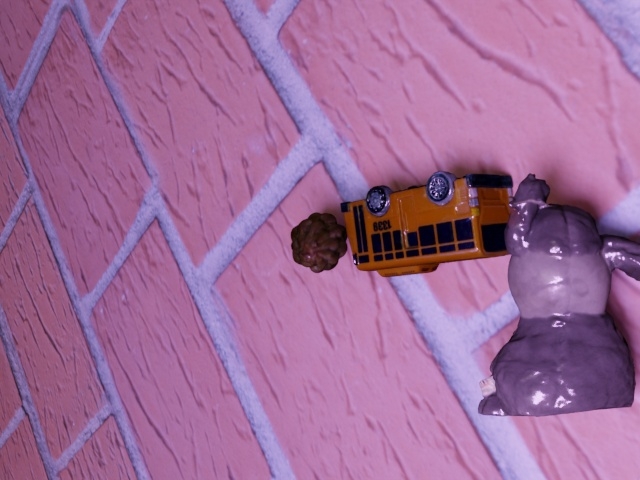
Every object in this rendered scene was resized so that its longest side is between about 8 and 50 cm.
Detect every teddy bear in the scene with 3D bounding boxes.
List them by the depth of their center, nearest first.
[{"bbox_3d":[0.264,0.068,0.764,0.171,0.144,0.251,8,82,10],"label":"teddy bear"}]

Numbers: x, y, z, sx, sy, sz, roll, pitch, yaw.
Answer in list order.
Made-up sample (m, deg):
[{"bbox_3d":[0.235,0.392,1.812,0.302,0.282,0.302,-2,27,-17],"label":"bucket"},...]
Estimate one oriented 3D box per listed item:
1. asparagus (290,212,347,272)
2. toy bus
[{"bbox_3d":[0.000,0.000,0.975,0.080,0.287,0.080,0,95,5],"label":"asparagus"},{"bbox_3d":[0.129,-0.018,0.905,0.201,0.098,0.114,-10,86,44],"label":"toy bus"}]
